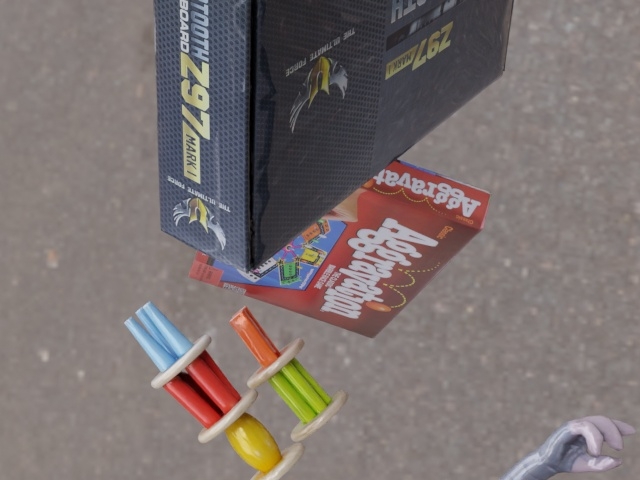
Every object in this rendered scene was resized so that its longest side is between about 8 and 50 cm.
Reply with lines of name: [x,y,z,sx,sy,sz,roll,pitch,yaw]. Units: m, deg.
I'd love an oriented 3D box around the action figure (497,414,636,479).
action figure: [0.128,0.262,0.765,0.276,0.248,0.370,-42,-1,-2]

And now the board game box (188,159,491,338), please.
board game box: [0.000,0.000,0.933,0.281,0.145,0.027,121,166,-71]

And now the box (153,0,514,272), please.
box: [0.017,-0.118,0.685,0.059,0.233,0.183,26,132,27]

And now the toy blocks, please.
toy blocks: [-0.061,0.088,1.029,0.148,0.123,0.054,50,129,-4]
